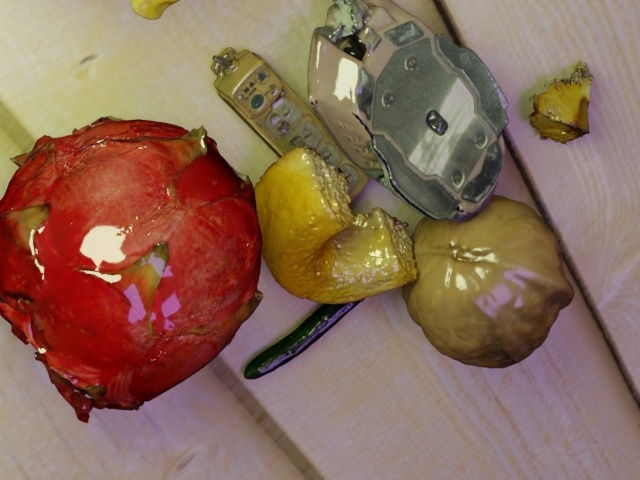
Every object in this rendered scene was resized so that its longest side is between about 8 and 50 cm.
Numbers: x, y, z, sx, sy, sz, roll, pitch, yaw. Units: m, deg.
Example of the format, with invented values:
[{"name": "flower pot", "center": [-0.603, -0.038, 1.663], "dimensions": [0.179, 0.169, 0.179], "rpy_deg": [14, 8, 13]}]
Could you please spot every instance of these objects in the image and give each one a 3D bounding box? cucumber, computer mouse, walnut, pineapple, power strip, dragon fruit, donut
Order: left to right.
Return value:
[{"name": "dragon fruit", "center": [-0.205, 0.023, 1.514], "dimensions": [0.301, 0.296, 0.295], "rpy_deg": [-51, 139, -28]}, {"name": "power strip", "center": [-0.032, -0.125, 1.718], "dimensions": [0.064, 0.044, 0.305], "rpy_deg": [-48, 135, -2]}, {"name": "cucumber", "center": [-0.022, 0.122, 1.896], "dimensions": [0.184, 0.033, 0.036], "rpy_deg": [-38, 159, -12]}, {"name": "donut", "center": [-0.001, 0.004, 1.765], "dimensions": [0.152, 0.101, 0.259], "rpy_deg": [-30, 145, 20]}, {"name": "computer mouse", "center": [0.081, -0.162, 1.735], "dimensions": [0.389, 0.115, 0.199], "rpy_deg": [45, 66, -34]}, {"name": "walnut", "center": [0.215, 0.053, 1.912], "dimensions": [0.225, 0.225, 0.261], "rpy_deg": [-54, 149, 4]}, {"name": "pineapple", "center": [0.329, -0.183, 1.951], "dimensions": [0.114, 0.077, 0.114], "rpy_deg": [29, 84, -49]}]

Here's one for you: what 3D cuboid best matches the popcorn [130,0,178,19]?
[{"name": "popcorn", "center": [-0.172, -0.362, 1.317], "dimensions": [0.297, 0.281, 0.315], "rpy_deg": [20, 90, -13]}]
